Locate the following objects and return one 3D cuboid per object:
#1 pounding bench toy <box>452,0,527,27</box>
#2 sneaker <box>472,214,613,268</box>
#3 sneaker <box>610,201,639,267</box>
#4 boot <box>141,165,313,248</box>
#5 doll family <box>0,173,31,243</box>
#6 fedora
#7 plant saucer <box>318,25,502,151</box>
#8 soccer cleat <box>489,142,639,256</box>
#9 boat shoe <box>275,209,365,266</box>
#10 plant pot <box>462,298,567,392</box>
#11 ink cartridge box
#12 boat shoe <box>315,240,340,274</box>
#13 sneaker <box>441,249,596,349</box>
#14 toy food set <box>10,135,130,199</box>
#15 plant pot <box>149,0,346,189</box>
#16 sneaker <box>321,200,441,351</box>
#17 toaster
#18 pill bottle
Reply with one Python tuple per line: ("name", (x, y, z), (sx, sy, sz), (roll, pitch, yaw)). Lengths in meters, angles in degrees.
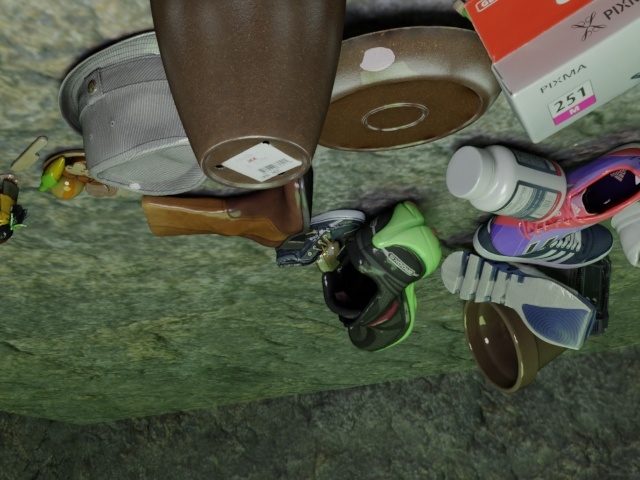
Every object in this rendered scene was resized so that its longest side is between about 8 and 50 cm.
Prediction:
("pounding bench toy", (0.190, -0.255, 0.831), (0.052, 0.065, 0.083), (15, 151, -40))
("sneaker", (0.450, -0.015, 1.431), (0.282, 0.099, 0.153), (1, 160, -5))
("sneaker", (0.695, -0.037, 1.383), (0.110, 0.130, 0.297), (15, 150, -35))
("boot", (-0.156, -0.066, 1.252), (0.280, 0.096, 0.264), (6, 164, -5))
("doll family", (-0.499, -0.056, 1.128), (0.075, 0.112, 0.193), (-8, 157, 10))
("fedora", (-0.207, -0.140, 0.962), (0.275, 0.125, 0.243), (-17, 155, 28))
("plant saucer", (0.094, -0.178, 0.967), (0.310, 0.050, 0.310), (-5, 167, -1))
("soccer cleat", (0.410, -0.056, 1.246), (0.318, 0.109, 0.116), (-31, -177, 35))
("boat shoe", (0.000, 0.000, 1.400), (0.183, 0.083, 0.065), (-11, 157, 17))
("plant pot", (0.526, 0.229, 1.894), (0.229, 0.263, 0.263), (-16, 162, -17))
("ink cartridge box", (0.313, -0.243, 0.793), (0.275, 0.060, 0.239), (-31, 151, 15))
("boat shoe", (0.036, 0.054, 1.573), (0.072, 0.068, 0.190), (-19, 156, 5))
("sneaker", (0.428, 0.084, 1.547), (0.315, 0.128, 0.182), (27, -150, 25))
("toy food set", (-0.365, -0.096, 1.152), (0.192, 0.039, 0.132), (14, 152, -38))
("plant pot", (-0.068, -0.177, 0.754), (0.215, 0.231, 0.215), (-4, 158, -2))
("sneaker", (0.091, 0.089, 1.481), (0.202, 0.185, 0.483), (-19, 151, -15))
("toaster", (0.535, 0.101, 1.618), (0.129, 0.227, 0.146), (10, 172, -32))
("pill bottle", (0.295, -0.094, 1.193), (0.180, 0.108, 0.108), (10, 154, -31))
